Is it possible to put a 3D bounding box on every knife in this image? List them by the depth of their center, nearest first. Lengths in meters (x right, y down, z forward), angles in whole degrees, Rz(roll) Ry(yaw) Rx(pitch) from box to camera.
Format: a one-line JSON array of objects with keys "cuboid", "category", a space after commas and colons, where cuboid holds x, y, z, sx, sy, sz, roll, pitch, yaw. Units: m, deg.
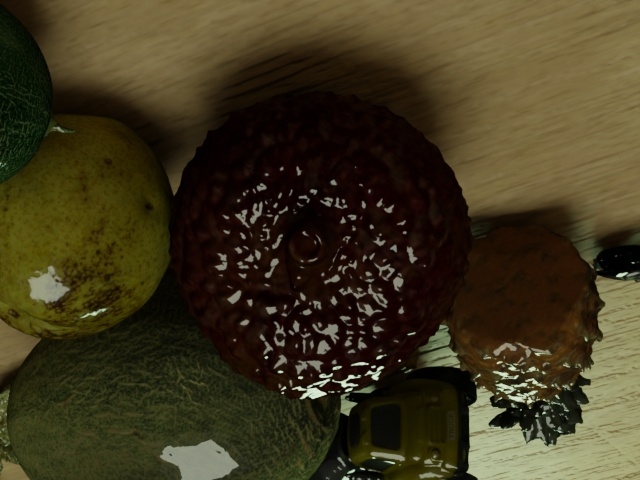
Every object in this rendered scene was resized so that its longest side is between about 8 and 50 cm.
[{"cuboid": [0.428, 0.050, 1.572, 0.365, 0.043, 0.089, 13, 174, -18], "category": "knife"}]

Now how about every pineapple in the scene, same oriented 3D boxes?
[{"cuboid": [0.209, 0.105, 1.565, 0.157, 0.158, 0.279, -10, 147, 13], "category": "pineapple"}]

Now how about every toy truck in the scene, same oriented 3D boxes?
[{"cuboid": [0.058, 0.209, 1.644, 0.165, 0.147, 0.224, 8, 159, -18], "category": "toy truck"}]

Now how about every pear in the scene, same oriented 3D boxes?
[{"cuboid": [-0.218, -0.005, 1.396, 0.197, 0.197, 0.197, 1, 141, 1], "category": "pear"}]

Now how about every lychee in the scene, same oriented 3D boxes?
[{"cuboid": [0.000, 0.000, 1.365, 0.260, 0.261, 0.261, 1, 141, 1], "category": "lychee"}]

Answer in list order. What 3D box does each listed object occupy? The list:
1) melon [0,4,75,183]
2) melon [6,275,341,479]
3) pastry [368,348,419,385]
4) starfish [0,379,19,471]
[{"cuboid": [-0.329, -0.125, 1.260, 0.287, 0.182, 0.182, 19, 138, -17], "category": "melon"}, {"cuboid": [-0.141, 0.158, 1.556, 0.329, 0.249, 0.249, -12, 139, 18], "category": "melon"}, {"cuboid": [0.026, 0.124, 1.655, 0.140, 0.056, 0.080, -24, 134, 26], "category": "pastry"}, {"cuboid": [-0.351, 0.215, 1.757, 0.358, 0.078, 0.347, -40, 139, 19], "category": "starfish"}]
